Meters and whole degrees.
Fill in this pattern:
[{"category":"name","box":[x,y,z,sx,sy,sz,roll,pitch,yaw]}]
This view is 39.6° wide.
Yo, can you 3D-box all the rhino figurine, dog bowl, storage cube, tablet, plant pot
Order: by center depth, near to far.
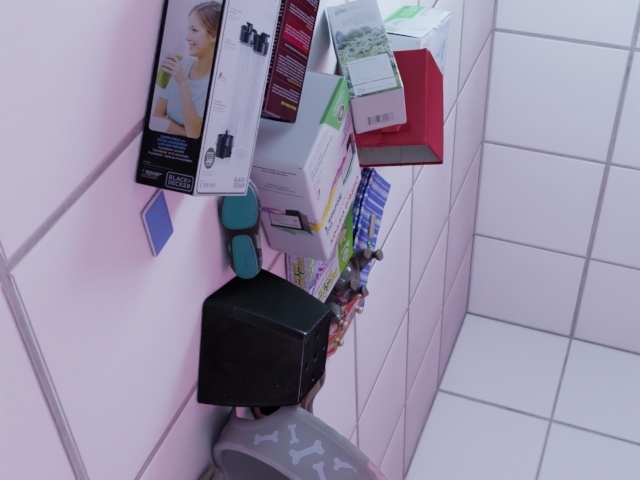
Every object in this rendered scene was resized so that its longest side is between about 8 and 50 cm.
[{"category":"tablet","box":[-0.216,-0.023,1.185,0.083,0.006,0.054,85,25,-46]},{"category":"plant pot","box":[-0.083,0.169,1.469,0.187,0.167,0.188,-40,138,-63]},{"category":"dog bowl","box":[-0.037,0.414,1.529,0.102,0.349,0.349,-51,151,-30]},{"category":"storage cube","box":[0.143,-0.260,1.782,0.215,0.183,0.193,20,70,-72]},{"category":"rhino figurine","box":[0.047,0.107,1.943,0.073,0.106,0.243,51,49,-29]}]

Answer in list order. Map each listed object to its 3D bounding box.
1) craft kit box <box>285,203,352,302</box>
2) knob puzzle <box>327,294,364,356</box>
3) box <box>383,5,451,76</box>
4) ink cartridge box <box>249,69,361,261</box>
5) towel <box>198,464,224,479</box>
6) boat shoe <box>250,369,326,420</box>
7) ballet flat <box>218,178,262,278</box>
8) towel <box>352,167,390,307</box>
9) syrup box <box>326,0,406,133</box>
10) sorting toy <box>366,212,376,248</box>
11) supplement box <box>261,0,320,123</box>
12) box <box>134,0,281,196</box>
[{"category":"craft kit box","box":[0.000,0.000,1.795,0.250,0.061,0.246,-58,157,-46]},{"category":"knob puzzle","box":[0.050,0.199,2.038,0.213,0.030,0.213,-53,164,-23]},{"category":"box","box":[0.199,-0.386,2.010,0.262,0.127,0.231,-50,147,-55]},{"category":"ink cartridge box","box":[-0.024,-0.124,1.522,0.278,0.117,0.201,76,32,-56]},{"category":"towel","box":[-0.226,0.529,1.475,0.282,0.049,0.187,-52,151,-53]},{"category":"boat shoe","box":[-0.081,0.313,1.701,0.116,0.123,0.324,-19,137,-30]},{"category":"ballet flat","box":[-0.125,-0.029,1.396,0.070,0.070,0.188,-54,153,-51]},{"category":"towel","box":[0.109,0.003,2.152,0.243,0.040,0.336,25,78,-73]},{"category":"syrup box","box":[0.080,-0.314,1.578,0.096,0.093,0.237,75,2,-56]},{"category":"sorting toy","box":[0.117,-0.021,2.091,0.062,0.012,0.083,13,84,-80]},{"category":"supplement box","box":[-0.066,-0.306,1.337,0.130,0.073,0.239,6,96,-72]},{"category":"box","box":[-0.141,-0.206,1.155,0.169,0.087,0.290,-12,114,-71]}]
